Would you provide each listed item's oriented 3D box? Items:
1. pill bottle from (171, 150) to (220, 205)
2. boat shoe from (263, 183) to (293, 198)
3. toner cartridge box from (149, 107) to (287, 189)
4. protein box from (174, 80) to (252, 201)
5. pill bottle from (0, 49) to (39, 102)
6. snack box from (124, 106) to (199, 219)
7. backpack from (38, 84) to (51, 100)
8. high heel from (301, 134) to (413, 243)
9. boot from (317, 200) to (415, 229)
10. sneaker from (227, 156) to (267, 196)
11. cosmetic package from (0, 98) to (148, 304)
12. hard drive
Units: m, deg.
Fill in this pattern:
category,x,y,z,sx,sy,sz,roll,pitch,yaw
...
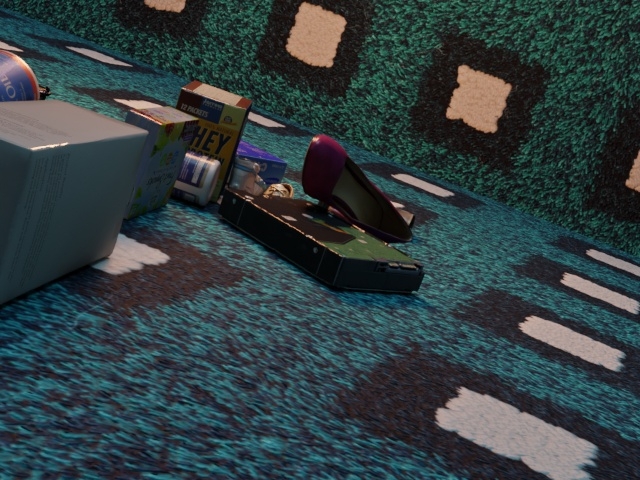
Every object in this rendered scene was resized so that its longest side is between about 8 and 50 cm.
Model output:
category,x,y,z,sx,sy,sz,roll,pitch,yaw
pill bottle,-0.285,-0.136,1.899,0.169,0.094,0.094,20,12,0
boat shoe,-0.095,-0.091,2.083,0.063,0.059,0.170,20,12,4
toner cartridge box,-0.257,-0.219,2.352,0.348,0.075,0.165,29,17,39
protein box,-0.238,-0.208,2.036,0.136,0.199,0.201,19,12,-4
pill bottle,-0.532,-0.201,1.486,0.124,0.124,0.221,21,31,9
snack box,-0.296,-0.138,1.704,0.070,0.174,0.207,24,12,7
backpack,-0.660,-0.315,2.122,0.105,0.084,0.114,28,10,38
high heel,0.083,-0.100,1.998,0.181,0.127,0.377,19,-11,20
boot,0.110,-0.067,2.302,0.209,0.076,0.190,29,16,13
sneaker,-0.162,-0.107,2.042,0.071,0.082,0.190,19,-11,10
cosmetic package,-0.361,-0.060,1.218,0.155,0.196,0.365,20,11,5
hard drive,0.000,0.000,1.824,0.237,0.064,0.339,6,17,-47
